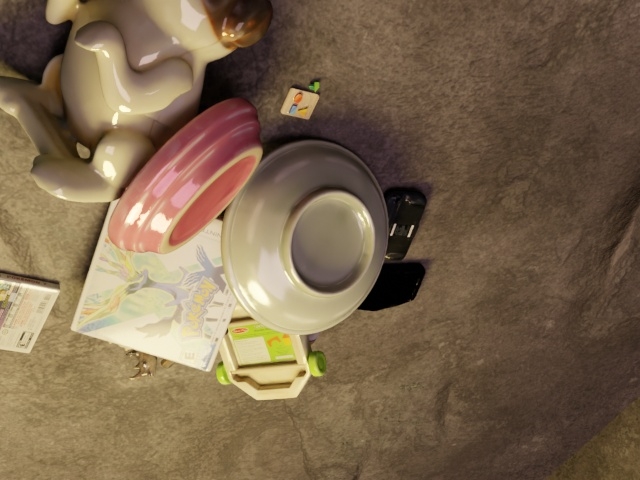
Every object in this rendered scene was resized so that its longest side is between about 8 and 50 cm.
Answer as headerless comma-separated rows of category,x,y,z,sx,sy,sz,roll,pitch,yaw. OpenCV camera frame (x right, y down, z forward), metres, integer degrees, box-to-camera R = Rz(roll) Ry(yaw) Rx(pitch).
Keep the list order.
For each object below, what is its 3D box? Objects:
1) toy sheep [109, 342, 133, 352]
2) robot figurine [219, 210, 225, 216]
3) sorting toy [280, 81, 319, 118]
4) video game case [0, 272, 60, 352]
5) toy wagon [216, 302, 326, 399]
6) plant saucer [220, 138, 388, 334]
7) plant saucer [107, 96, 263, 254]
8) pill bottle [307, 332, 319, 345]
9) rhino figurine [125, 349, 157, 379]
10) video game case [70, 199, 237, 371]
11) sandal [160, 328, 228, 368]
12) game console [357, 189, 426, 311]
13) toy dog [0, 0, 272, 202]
toy sheep,-0.419,0.202,1.640,0.091,0.091,0.132,-37,129,13
robot figurine,-0.232,-0.023,1.525,0.101,0.067,0.115,-45,137,-18
sorting toy,-0.034,-0.272,1.420,0.062,0.012,0.083,10,126,-28
video game case,-0.665,0.149,1.539,0.183,0.023,0.201,16,124,-32
toy wagon,-0.139,0.199,1.683,0.267,0.068,0.345,-10,104,25
plant saucer,0.000,0.000,1.479,0.400,0.100,0.401,-6,101,-34
plant saucer,-0.211,-0.093,1.258,0.084,0.332,0.332,42,113,4
pill bottle,-0.100,0.261,1.797,0.117,0.117,0.215,16,122,-32
rhino figurine,-0.338,0.197,1.599,0.106,0.073,0.243,39,73,-13
video game case,-0.310,0.080,1.490,0.299,0.036,0.329,19,107,-11
sandal,-0.277,0.250,1.666,0.219,0.060,0.090,-33,177,31
game console,0.167,0.031,1.753,0.213,0.044,0.362,-1,131,-23
toy dog,-0.252,-0.278,1.150,0.395,0.285,0.408,13,125,-46
